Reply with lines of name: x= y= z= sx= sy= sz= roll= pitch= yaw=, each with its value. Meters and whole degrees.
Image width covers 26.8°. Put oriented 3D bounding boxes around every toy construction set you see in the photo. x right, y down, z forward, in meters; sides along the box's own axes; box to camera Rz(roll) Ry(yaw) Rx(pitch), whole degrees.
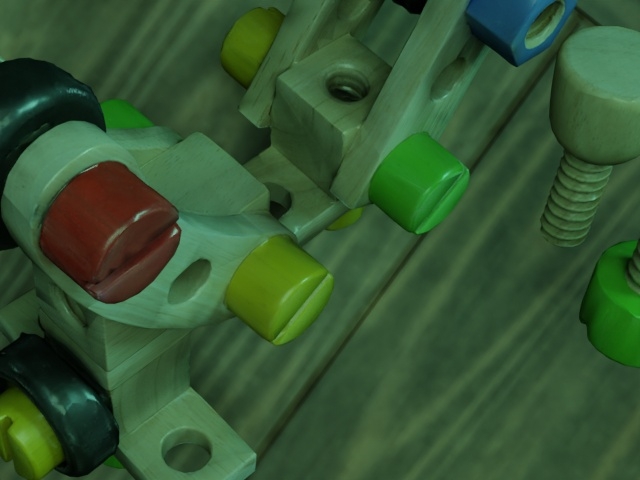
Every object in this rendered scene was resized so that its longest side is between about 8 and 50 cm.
toy construction set: x=0.000 y=0.000 z=0.514 sx=0.309 sy=0.257 sz=0.237 roll=18 pitch=136 yaw=9
